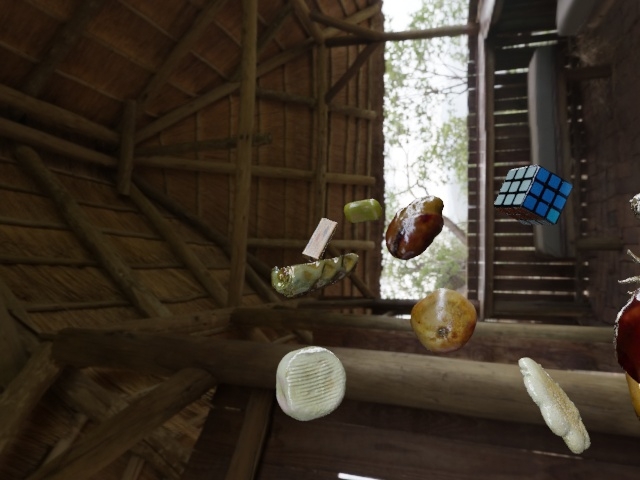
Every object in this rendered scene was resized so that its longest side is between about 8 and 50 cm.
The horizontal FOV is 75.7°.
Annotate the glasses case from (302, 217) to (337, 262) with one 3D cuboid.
[{"bbox_3d":[0.000,0.000,1.491,0.041,0.065,0.170,83,-149,-57],"label":"glasses case"}]

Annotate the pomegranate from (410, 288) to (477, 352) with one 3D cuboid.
[{"bbox_3d":[0.483,0.312,1.635,0.252,0.229,0.270,-49,-5,14],"label":"pomegranate"}]

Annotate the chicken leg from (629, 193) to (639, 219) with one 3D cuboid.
[{"bbox_3d":[1.319,-0.116,1.638,0.080,0.125,0.196,41,-139,-39],"label":"chicken leg"}]

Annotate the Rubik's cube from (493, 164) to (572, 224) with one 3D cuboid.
[{"bbox_3d":[0.750,-0.156,1.460,0.162,0.161,0.163,-65,12,-4],"label":"Rubik's cube"}]

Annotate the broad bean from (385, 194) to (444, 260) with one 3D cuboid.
[{"bbox_3d":[0.274,-0.037,1.154,0.228,0.122,0.156,-36,-43,-30],"label":"broad bean"}]

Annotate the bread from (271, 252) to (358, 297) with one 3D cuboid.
[{"bbox_3d":[-0.015,0.092,1.076,0.232,0.128,0.087,-9,-100,-32],"label":"bread"}]

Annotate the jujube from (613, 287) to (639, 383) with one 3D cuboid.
[{"bbox_3d":[0.797,0.212,0.887,0.377,0.276,0.276,-15,-73,-40],"label":"jujube"}]

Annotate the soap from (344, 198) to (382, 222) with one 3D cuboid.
[{"bbox_3d":[0.156,-0.107,1.505,0.045,0.140,0.089,-72,-34,-48],"label":"soap"}]

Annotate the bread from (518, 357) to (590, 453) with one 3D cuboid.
[{"bbox_3d":[0.578,0.409,1.003,0.251,0.039,0.182,46,-154,-11],"label":"bread"}]

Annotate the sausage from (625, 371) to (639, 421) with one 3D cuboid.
[{"bbox_3d":[1.251,0.560,1.596,0.328,0.112,0.112,-60,-34,-49],"label":"sausage"}]

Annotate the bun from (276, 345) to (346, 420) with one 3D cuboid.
[{"bbox_3d":[-0.059,0.691,2.016,0.213,0.361,0.361,142,137,-64],"label":"bun"}]

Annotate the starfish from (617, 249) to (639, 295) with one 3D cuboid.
[{"bbox_3d":[1.285,0.149,1.529,0.084,0.294,0.301,-35,-66,-49],"label":"starfish"}]
